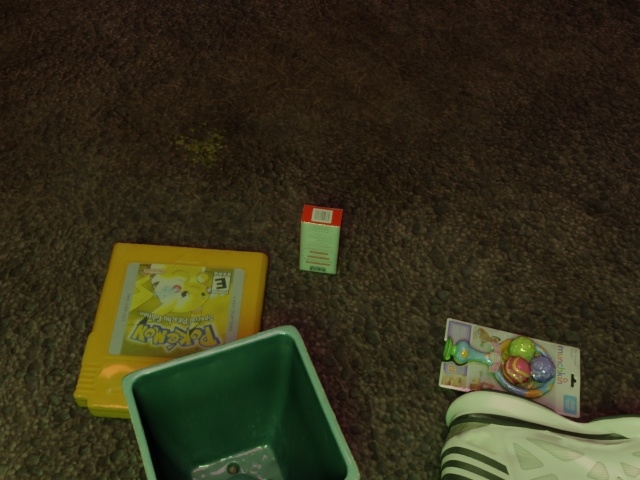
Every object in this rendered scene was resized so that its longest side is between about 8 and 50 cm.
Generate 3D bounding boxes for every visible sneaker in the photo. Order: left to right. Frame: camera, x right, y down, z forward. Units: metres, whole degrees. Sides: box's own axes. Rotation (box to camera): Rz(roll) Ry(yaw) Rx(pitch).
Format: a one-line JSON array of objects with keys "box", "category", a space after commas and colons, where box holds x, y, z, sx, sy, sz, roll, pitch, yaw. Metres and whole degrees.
[{"box": [0.382, 0.376, 1.113, 0.447, 0.169, 0.257, 8, 38, 14], "category": "sneaker"}]

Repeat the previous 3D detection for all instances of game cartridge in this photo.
[{"box": [-0.243, 0.150, 1.349, 0.285, 0.053, 0.324, 4, 51, -1], "category": "game cartridge"}]

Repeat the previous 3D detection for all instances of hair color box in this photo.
[{"box": [0.000, 0.000, 1.424, 0.072, 0.141, 0.043, 8, 51, 2], "category": "hair color box"}]

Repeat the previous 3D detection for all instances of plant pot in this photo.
[{"box": [-0.110, 0.313, 1.101, 0.247, 0.252, 0.247, -16, 54, -15], "category": "plant pot"}]

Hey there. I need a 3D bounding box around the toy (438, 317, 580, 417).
[{"box": [0.326, 0.204, 1.339, 0.237, 0.056, 0.137, 11, 53, 5], "category": "toy"}]
